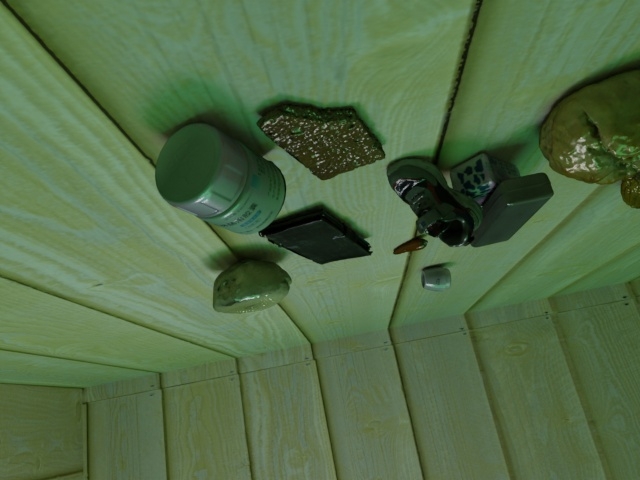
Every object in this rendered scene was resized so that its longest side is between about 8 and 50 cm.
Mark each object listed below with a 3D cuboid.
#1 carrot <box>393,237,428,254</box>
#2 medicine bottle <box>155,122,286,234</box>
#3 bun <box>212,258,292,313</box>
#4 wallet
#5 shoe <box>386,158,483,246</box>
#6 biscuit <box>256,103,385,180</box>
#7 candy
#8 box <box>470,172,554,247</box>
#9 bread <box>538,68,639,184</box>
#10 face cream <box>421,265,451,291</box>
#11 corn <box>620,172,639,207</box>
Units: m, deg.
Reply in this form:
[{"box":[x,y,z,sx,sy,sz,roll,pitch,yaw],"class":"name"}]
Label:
[{"box":[0.259,0.019,1.413,0.035,0.035,0.142,5,162,-38],"class":"carrot"},{"box":[-0.147,-0.089,0.738,0.135,0.135,0.168,-19,158,22],"class":"medicine bottle"},{"box":[-0.185,0.115,1.289,0.220,0.134,0.220,-14,164,-4],"class":"bun"},{"box":[0.000,-0.001,1.198,0.169,0.044,0.317,-15,159,22],"class":"wallet"},{"box":[0.213,-0.056,0.939,0.227,0.126,0.099,32,147,-14],"class":"shoe"},{"box":[0.010,-0.163,0.773,0.131,0.026,0.237,-20,158,20],"class":"biscuit"},{"box":[0.345,-0.118,1.007,0.160,0.073,0.092,7,156,-42],"class":"candy"},{"box":[0.384,-0.056,1.010,0.103,0.055,0.244,-12,160,-4],"class":"box"},{"box":[0.507,-0.180,0.830,0.244,0.134,0.244,-11,159,-5],"class":"bread"},{"box":[0.414,0.138,1.740,0.095,0.091,0.091,-2,160,-2],"class":"face cream"},{"box":[0.774,-0.134,1.162,0.097,0.097,0.261,-20,162,25],"class":"corn"}]
